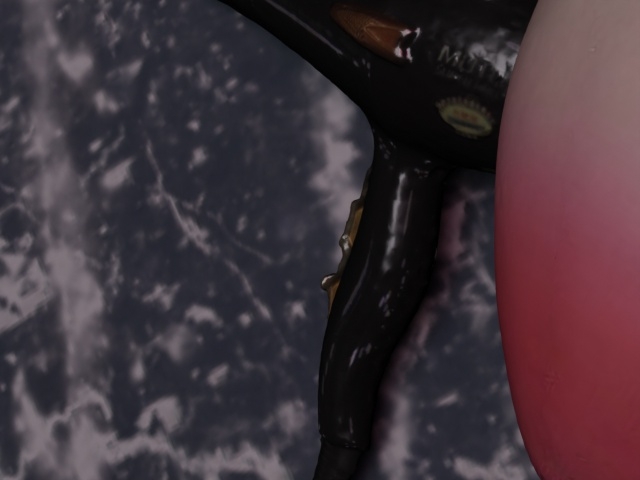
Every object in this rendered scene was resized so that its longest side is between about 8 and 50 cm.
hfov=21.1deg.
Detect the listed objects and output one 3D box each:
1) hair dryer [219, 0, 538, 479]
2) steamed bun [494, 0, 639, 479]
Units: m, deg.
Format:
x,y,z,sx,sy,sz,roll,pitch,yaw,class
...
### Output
x,y,z,sx,sy,sz,roll,pitch,yaw,class
0.000,0.000,0.870,0.303,0.120,0.360,25,107,37,hair dryer
0.188,-0.006,0.623,0.309,0.309,0.309,-3,84,29,steamed bun
